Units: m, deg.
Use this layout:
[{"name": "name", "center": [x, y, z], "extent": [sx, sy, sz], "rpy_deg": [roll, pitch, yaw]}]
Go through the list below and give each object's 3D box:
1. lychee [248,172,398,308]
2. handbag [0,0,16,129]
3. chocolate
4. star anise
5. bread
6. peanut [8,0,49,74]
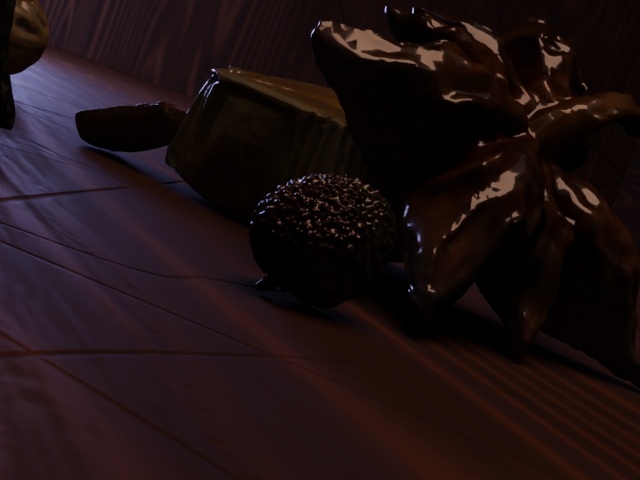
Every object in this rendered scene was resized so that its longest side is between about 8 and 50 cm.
[{"name": "lychee", "center": [0.000, 0.000, 0.615], "extent": [0.068, 0.083, 0.067], "rpy_deg": [54, -25, 6]}, {"name": "handbag", "center": [-0.230, -0.169, 0.793], "extent": [0.089, 0.175, 0.270], "rpy_deg": [17, 5, -23]}, {"name": "chocolate", "center": [-0.142, -0.084, 0.956], "extent": [0.101, 0.031, 0.064], "rpy_deg": [-2, -8, 26]}, {"name": "star anise", "center": [0.130, -0.054, 0.784], "extent": [0.109, 0.292, 0.350], "rpy_deg": [-20, -31, 41]}, {"name": "bread", "center": [0.008, -0.051, 0.910], "extent": [0.192, 0.109, 0.210], "rpy_deg": [7, 14, -44]}, {"name": "peanut", "center": [-0.382, -0.225, 1.154], "extent": [0.263, 0.101, 0.117], "rpy_deg": [19, -19, -1]}]
